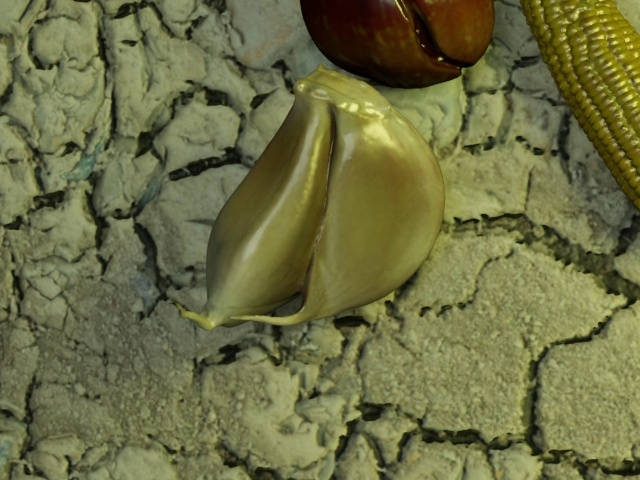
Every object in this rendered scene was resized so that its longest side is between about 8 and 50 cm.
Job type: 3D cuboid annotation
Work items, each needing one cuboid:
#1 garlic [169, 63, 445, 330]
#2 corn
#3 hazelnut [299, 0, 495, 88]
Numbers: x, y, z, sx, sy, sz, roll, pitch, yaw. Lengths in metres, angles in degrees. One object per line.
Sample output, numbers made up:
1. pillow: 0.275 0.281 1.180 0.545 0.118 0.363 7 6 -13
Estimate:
1. garlic: 0.000 0.000 1.986 0.231 0.246 0.340 30 78 8
2. corn: 0.344 -0.165 1.948 0.120 0.120 0.363 -32 71 13
3. hazelnut: 0.096 -0.286 2.017 0.234 0.218 0.218 11 87 39
